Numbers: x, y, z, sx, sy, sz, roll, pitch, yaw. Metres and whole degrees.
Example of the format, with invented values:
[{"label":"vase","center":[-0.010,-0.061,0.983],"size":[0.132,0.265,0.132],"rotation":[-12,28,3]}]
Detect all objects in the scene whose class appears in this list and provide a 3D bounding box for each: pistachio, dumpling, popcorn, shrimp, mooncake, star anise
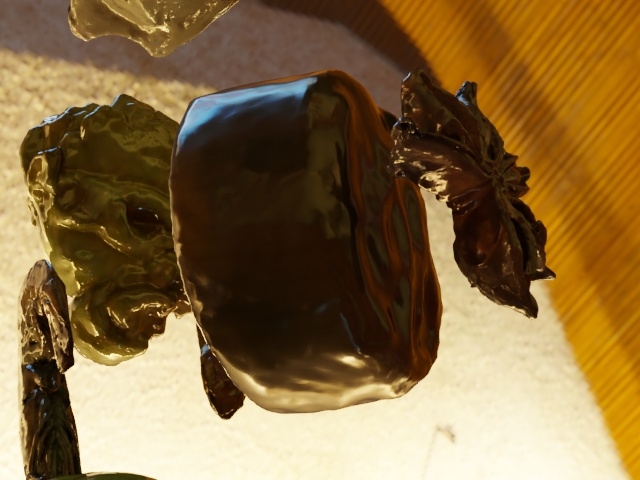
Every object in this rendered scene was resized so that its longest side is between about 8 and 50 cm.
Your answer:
[{"label":"pistachio","center":[-0.124,0.160,1.888],"size":[0.089,0.049,0.173],"rotation":[63,-169,-47]},{"label":"dumpling","center":[-0.101,-0.218,1.009],"size":[0.136,0.199,0.118],"rotation":[25,-165,-17]},{"label":"popcorn","center":[-0.201,-0.020,1.598],"size":[0.225,0.174,0.286],"rotation":[-17,-93,-12]},{"label":"shrimp","center":[-0.237,0.151,1.294],"size":[0.058,0.169,0.296],"rotation":[-3,-123,-20]},{"label":"mooncake","center":[0.000,0.000,1.204],"size":[0.284,0.155,0.284],"rotation":[-13,-90,-73]},{"label":"star anise","center":[0.119,-0.042,1.114],"size":[0.208,0.063,0.172],"rotation":[53,-151,-17]}]

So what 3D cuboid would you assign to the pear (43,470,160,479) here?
[{"label":"pear","center":[-0.166,0.320,1.040],"size":[0.304,0.304,0.304],"rotation":[26,-148,-18]}]
